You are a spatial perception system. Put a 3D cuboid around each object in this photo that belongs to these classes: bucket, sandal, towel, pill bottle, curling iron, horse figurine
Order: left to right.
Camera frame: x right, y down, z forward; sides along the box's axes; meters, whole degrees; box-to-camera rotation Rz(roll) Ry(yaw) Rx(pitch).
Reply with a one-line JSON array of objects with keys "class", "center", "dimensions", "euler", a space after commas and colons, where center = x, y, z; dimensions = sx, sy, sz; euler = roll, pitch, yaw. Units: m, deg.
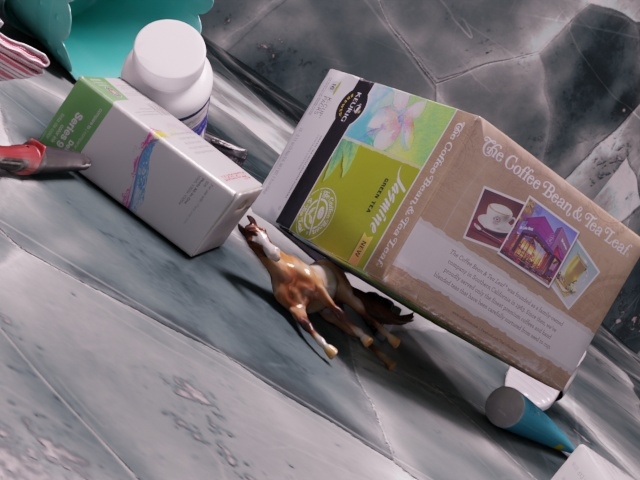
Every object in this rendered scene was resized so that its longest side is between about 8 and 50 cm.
[{"class": "towel", "center": [-0.371, -0.206, 1.284], "dimensions": [0.144, 0.029, 0.197], "euler": [33, -16, -34]}, {"class": "curling iron", "center": [-0.282, -0.089, 1.199], "dimensions": [0.068, 0.035, 0.274], "euler": [64, 16, 11]}, {"class": "bucket", "center": [-0.307, -0.362, 1.810], "dimensions": [0.183, 0.281, 0.281], "euler": [40, 9, 26]}, {"class": "pill bottle", "center": [-0.188, -0.181, 1.553], "dimensions": [0.112, 0.112, 0.186], "euler": [38, -27, 9]}, {"class": "horse figurine", "center": [0.010, 0.068, 1.451], "dimensions": [0.174, 0.066, 0.263], "euler": [46, 13, 24]}, {"class": "sandal", "center": [0.320, 0.208, 1.911], "dimensions": [0.102, 0.076, 0.265], "euler": [24, 27, 16]}]

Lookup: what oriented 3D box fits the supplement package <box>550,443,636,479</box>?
[{"class": "supplement package", "center": [0.302, 0.301, 1.237], "dimensions": [0.179, 0.105, 0.105], "euler": [35, 9, -13]}]

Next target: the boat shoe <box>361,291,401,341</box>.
[{"class": "boat shoe", "center": [0.071, 0.093, 1.619], "dimensions": [0.040, 0.049, 0.142], "euler": [30, 3, -4]}]

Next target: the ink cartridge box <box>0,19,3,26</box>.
[{"class": "ink cartridge box", "center": [-0.350, -0.175, 1.141], "dimensions": [0.052, 0.122, 0.088], "euler": [33, 10, -44]}]

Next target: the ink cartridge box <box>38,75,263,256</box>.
[{"class": "ink cartridge box", "center": [-0.181, -0.084, 1.408], "dimensions": [0.212, 0.093, 0.154], "euler": [35, 9, 3]}]

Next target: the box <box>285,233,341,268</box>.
[{"class": "box", "center": [0.000, 0.000, 1.866], "dimensions": [0.116, 0.029, 0.162], "euler": [39, 8, 21]}]

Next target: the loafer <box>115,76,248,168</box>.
[{"class": "loafer", "center": [-0.198, -0.162, 1.776], "dimensions": [0.223, 0.078, 0.076], "euler": [38, 9, 7]}]

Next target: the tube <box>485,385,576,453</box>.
[{"class": "tube", "center": [0.277, 0.236, 1.664], "dimensions": [0.080, 0.052, 0.207], "euler": [49, 9, 34]}]

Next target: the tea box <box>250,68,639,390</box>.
[{"class": "tea box", "center": [0.153, -0.018, 1.572], "dimensions": [0.329, 0.220, 0.323], "euler": [31, -3, -34]}]
